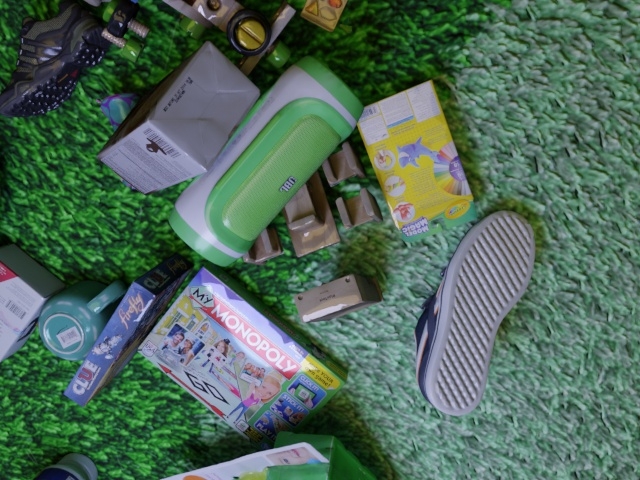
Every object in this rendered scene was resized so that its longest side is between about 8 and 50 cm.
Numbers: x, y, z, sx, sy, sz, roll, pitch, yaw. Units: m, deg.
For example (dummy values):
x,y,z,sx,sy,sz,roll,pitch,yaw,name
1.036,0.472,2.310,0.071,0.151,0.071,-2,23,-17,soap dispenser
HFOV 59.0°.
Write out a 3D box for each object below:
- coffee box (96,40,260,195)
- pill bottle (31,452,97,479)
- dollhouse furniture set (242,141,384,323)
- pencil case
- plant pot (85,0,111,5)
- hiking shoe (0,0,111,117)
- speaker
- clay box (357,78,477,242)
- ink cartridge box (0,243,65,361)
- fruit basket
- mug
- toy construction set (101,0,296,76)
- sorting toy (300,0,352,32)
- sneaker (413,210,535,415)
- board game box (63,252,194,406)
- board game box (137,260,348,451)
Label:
x,y,z,sx,sy,sz,roll,pitch,yaw,name
-0.207,-0.159,0.795,0.098,0.246,0.141,41,66,-26,coffee box
-0.502,0.489,1.056,0.112,0.187,0.112,2,105,7,pill bottle
0.000,0.000,0.907,0.212,0.161,0.242,-21,78,13,dollhouse furniture set
-0.308,-0.162,0.923,0.070,0.064,0.152,-12,102,-3,pencil case
-0.372,-0.491,0.739,0.305,0.334,0.334,34,107,-13,plant pot
-0.444,-0.294,0.910,0.227,0.086,0.114,-37,83,10,hiking shoe
-0.076,-0.108,0.789,0.131,0.131,0.296,41,96,-4,speaker
0.148,-0.119,0.874,0.127,0.053,0.222,-19,102,12,clay box
-0.574,0.114,1.028,0.127,0.072,0.175,41,106,-4,ink cartridge box
-0.071,0.482,0.984,0.353,0.165,0.327,-27,119,21,fruit basket
-0.425,0.134,0.999,0.129,0.097,0.158,17,107,4,mug
-0.126,-0.369,0.795,0.237,0.257,0.309,31,84,-19,toy construction set
0.018,-0.349,0.853,0.083,0.012,0.062,28,106,1,sorting toy
0.228,0.105,0.894,0.126,0.127,0.321,25,82,-5,sneaker
-0.318,0.144,0.952,0.042,0.165,0.243,36,106,-2,board game box
-0.140,0.215,1.007,0.317,0.046,0.213,40,107,-3,board game box
